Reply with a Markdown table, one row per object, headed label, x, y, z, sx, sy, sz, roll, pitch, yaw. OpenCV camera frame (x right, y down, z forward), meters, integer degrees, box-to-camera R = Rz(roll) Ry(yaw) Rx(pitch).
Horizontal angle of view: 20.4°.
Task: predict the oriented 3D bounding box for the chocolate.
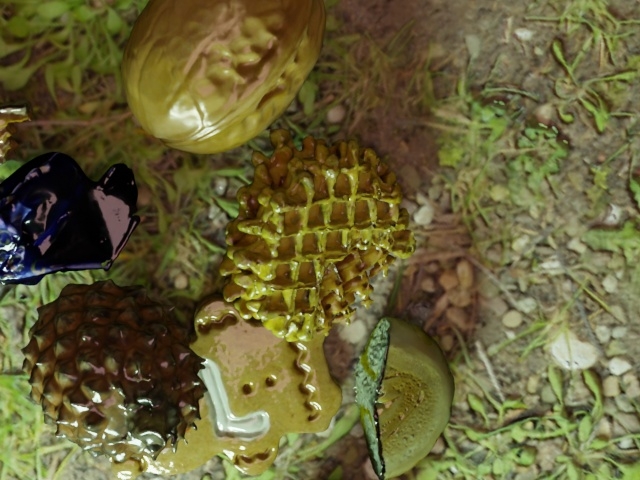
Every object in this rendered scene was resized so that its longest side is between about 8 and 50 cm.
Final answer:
| label | x | y | z | sx | sy | sz | roll | pitch | yaw |
| --- | --- | --- | --- | --- | --- | --- | --- | --- | --- |
| chocolate | -0.323 | 0.018 | 1.610 | 0.343 | 0.126 | 0.148 | -30 | 92 | 1 |

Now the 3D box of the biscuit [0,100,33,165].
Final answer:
| label | x | y | z | sx | sy | sz | roll | pitch | yaw |
| --- | --- | --- | --- | --- | --- | --- | --- | --- | --- |
| biscuit | -0.447 | -0.079 | 1.590 | 0.379 | 0.094 | 0.054 | -6 | 98 | -5 |

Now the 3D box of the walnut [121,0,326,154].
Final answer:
| label | x | y | z | sx | sy | sz | roll | pitch | yaw |
| --- | --- | --- | --- | --- | --- | --- | --- | --- | --- |
| walnut | -0.084 | -0.172 | 1.572 | 0.159 | 0.159 | 0.206 | 40 | 91 | -13 |

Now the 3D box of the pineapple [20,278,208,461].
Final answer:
| label | x | y | z | sx | sy | sz | roll | pitch | yaw |
| --- | --- | --- | --- | --- | --- | --- | --- | --- | --- |
| pineapple | -0.176 | 0.127 | 1.580 | 0.166 | 0.193 | 0.166 | -13 | 124 | -21 |

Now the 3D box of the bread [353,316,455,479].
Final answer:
| label | x | y | z | sx | sy | sz | roll | pitch | yaw |
| --- | --- | --- | --- | --- | --- | --- | --- | --- | --- |
| bread | 0.082 | 0.143 | 1.699 | 0.094 | 0.083 | 0.157 | -13 | 107 | -5 |

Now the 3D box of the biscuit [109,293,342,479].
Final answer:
| label | x | y | z | sx | sy | sz | roll | pitch | yaw |
| --- | --- | --- | --- | --- | --- | --- | --- | --- | --- |
| biscuit | -0.107 | 0.145 | 1.706 | 0.249 | 0.035 | 0.184 | -13 | 104 | -2 |

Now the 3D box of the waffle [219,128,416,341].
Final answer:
| label | x | y | z | sx | sy | sz | roll | pitch | yaw |
| --- | --- | --- | --- | --- | --- | --- | --- | --- | --- |
| waffle | 0.000 | 0.000 | 1.628 | 0.197 | 0.070 | 0.193 | 28 | 92 | -41 |
